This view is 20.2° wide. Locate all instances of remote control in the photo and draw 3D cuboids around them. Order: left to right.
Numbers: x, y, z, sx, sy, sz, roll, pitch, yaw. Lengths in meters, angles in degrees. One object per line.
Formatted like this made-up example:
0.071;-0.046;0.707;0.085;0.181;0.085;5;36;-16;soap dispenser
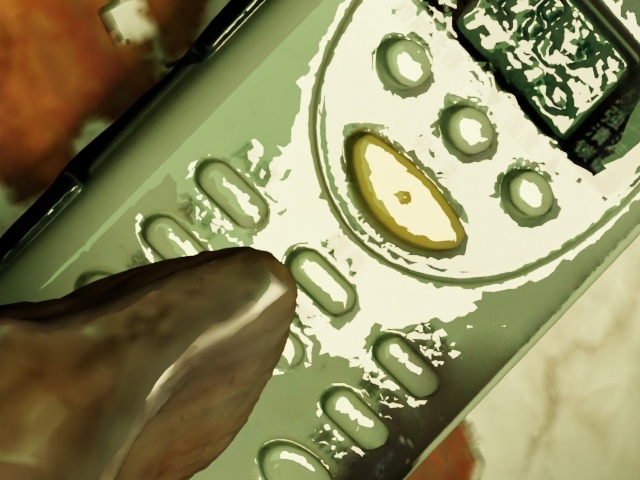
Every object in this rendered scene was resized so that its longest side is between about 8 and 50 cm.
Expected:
0.000;0.000;0.537;0.296;0.056;0.140;-46;104;-4;remote control

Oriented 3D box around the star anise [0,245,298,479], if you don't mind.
-0.131;0.091;0.446;0.315;0.108;0.315;0;90;18;star anise
